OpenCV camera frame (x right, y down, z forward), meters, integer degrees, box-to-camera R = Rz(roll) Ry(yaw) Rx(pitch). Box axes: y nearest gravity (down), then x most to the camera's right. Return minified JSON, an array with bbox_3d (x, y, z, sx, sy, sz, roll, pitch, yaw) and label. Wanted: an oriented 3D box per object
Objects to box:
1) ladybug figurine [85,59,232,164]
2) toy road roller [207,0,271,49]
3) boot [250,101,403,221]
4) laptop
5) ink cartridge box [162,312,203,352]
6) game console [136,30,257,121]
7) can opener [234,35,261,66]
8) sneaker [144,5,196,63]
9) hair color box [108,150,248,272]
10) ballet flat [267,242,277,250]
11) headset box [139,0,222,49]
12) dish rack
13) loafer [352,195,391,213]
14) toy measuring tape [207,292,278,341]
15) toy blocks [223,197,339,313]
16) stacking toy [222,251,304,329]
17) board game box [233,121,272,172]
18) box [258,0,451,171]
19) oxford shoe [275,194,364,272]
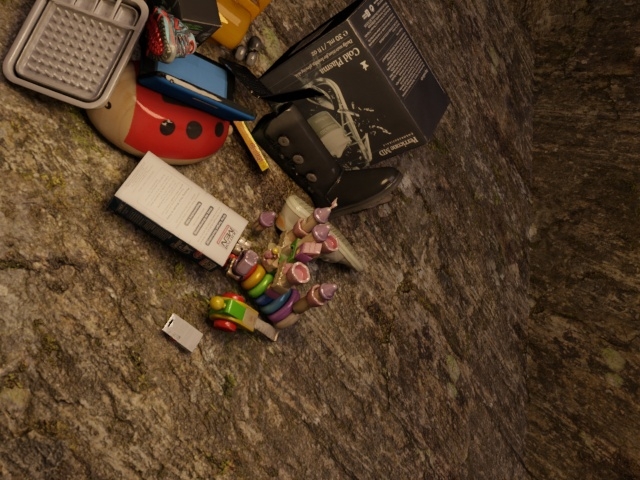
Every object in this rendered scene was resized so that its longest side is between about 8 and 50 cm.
[{"bbox_3d":[-0.444,-0.383,1.497,0.450,0.162,0.304,3,78,-42],"label":"ladybug figurine"},{"bbox_3d":[-0.277,-0.768,1.633,0.203,0.330,0.240,27,41,-36],"label":"toy road roller"},{"bbox_3d":[0.020,-0.300,1.776,0.445,0.367,0.146,52,35,-20],"label":"boot"},{"bbox_3d":[-0.146,-0.512,1.601,0.264,0.136,0.234,46,16,1],"label":"laptop"},{"bbox_3d":[-0.403,0.267,1.475,0.115,0.029,0.062,45,54,-25],"label":"ink cartridge box"},{"bbox_3d":[-0.329,-0.455,1.398,0.293,0.250,0.173,15,91,-38],"label":"game console"},{"bbox_3d":[-0.240,-0.640,1.696,0.076,0.283,0.095,23,106,-17],"label":"can opener"},{"bbox_3d":[-0.370,-0.517,1.296,0.125,0.104,0.261,14,34,-30],"label":"sneaker"},{"bbox_3d":[-0.401,-0.075,1.464,0.347,0.105,0.173,36,59,-18],"label":"hair color box"},{"bbox_3d":[-0.135,0.084,1.745,0.057,0.052,0.168,-17,91,-43],"label":"ballet flat"},{"bbox_3d":[-0.430,-0.700,1.502,0.131,0.283,0.246,-10,86,-43],"label":"headset box"},{"bbox_3d":[-0.621,-0.506,1.322,0.286,0.072,0.332,21,79,1],"label":"dish rack"},{"bbox_3d":[0.191,-0.173,2.080,0.269,0.102,0.091,-21,94,-52],"label":"loafer"},{"bbox_3d":[-0.253,0.246,1.592,0.330,0.122,0.121,48,49,-53],"label":"toy measuring tape"},{"bbox_3d":[-0.067,0.020,1.548,0.309,0.260,0.288,34,46,-23],"label":"toy blocks"},{"bbox_3d":[-0.195,0.131,1.636,0.330,0.141,0.141,48,52,-18],"label":"stacking toy"},{"bbox_3d":[-0.238,-0.337,1.711,0.039,0.124,0.259,-32,104,1],"label":"board game box"},{"bbox_3d":[0.114,-0.529,1.818,0.471,0.480,0.297,49,50,-23],"label":"box"},{"bbox_3d":[0.000,0.000,1.850,0.449,0.130,0.169,38,12,-38],"label":"oxford shoe"}]
